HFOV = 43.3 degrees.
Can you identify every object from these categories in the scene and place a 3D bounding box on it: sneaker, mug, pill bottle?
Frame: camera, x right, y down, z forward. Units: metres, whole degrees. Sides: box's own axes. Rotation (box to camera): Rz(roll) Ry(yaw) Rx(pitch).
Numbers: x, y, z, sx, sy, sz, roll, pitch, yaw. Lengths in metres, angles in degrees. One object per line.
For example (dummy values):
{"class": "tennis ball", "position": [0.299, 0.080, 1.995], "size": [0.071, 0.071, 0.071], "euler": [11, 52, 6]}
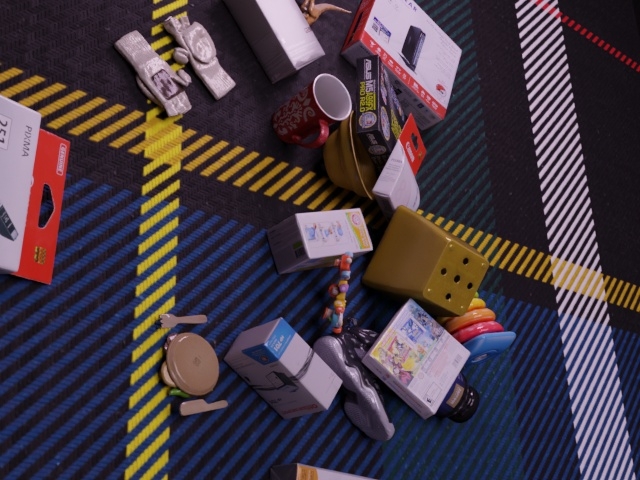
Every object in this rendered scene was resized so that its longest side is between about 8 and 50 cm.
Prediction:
{"class": "sneaker", "position": [0.106, 0.296, 1.767], "size": [0.153, 0.101, 0.269], "euler": [-37, 96, -42]}
{"class": "mug", "position": [-0.034, -0.282, 1.836], "size": [0.113, 0.169, 0.150], "euler": [45, 49, -20]}
{"class": "pill bottle", "position": [0.266, 0.339, 1.884], "size": [0.219, 0.122, 0.123], "euler": [35, 52, -26]}

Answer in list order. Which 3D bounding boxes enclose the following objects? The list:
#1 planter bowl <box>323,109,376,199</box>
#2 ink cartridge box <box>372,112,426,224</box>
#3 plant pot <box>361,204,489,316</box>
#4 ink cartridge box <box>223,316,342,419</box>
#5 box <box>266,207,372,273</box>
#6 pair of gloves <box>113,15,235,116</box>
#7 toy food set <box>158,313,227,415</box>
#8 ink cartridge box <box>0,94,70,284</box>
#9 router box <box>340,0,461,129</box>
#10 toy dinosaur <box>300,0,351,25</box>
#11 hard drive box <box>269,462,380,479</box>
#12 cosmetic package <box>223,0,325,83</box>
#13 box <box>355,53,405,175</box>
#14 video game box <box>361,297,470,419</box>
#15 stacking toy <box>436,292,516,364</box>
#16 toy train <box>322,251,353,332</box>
{"class": "planter bowl", "position": [0.063, -0.193, 1.919], "size": [0.217, 0.090, 0.217], "euler": [-12, 90, -74]}
{"class": "ink cartridge box", "position": [0.216, -0.164, 1.986], "size": [0.232, 0.066, 0.189], "euler": [-59, 151, -14]}
{"class": "plant pot", "position": [0.264, 0.066, 1.891], "size": [0.212, 0.187, 0.212], "euler": [27, 88, -32]}
{"class": "ink cartridge box", "position": [-0.073, 0.256, 1.594], "size": [0.191, 0.139, 0.082], "euler": [49, 46, -16]}
{"class": "box", "position": [0.000, 0.000, 1.786], "size": [0.203, 0.114, 0.103], "euler": [-7, 75, -43]}
{"class": "pair of gloves", "position": [-0.300, -0.379, 1.723], "size": [0.240, 0.042, 0.204], "euler": [-38, 99, -45]}
{"class": "toy food set", "position": [-0.249, 0.235, 1.523], "size": [0.132, 0.038, 0.192], "euler": [5, 64, -49]}
{"class": "ink cartridge box", "position": [-0.498, -0.080, 1.322], "size": [0.239, 0.060, 0.275], "euler": [25, 64, -57]}
{"class": "router box", "position": [0.232, -0.524, 2.242], "size": [0.335, 0.082, 0.301], "euler": [37, 51, -25]}
{"class": "toy dinosaur", "position": [-0.021, -0.586, 2.065], "size": [0.211, 0.064, 0.112], "euler": [-46, 123, -34]}
{"class": "hard drive box", "position": [0.011, 0.549, 1.586], "size": [0.232, 0.089, 0.181], "euler": [22, 60, -35]}
{"class": "cosmetic package", "position": [-0.110, -0.508, 1.909], "size": [0.127, 0.107, 0.238], "euler": [-39, 103, -41]}
{"class": "box", "position": [0.153, -0.294, 2.001], "size": [0.270, 0.060, 0.216], "euler": [51, 35, -58]}
{"class": "video game box", "position": [0.211, 0.255, 1.760], "size": [0.187, 0.048, 0.205], "euler": [44, 47, -1]}
{"class": "stacking toy", "position": [0.344, 0.160, 2.034], "size": [0.165, 0.175, 0.302], "euler": [2, 58, -43]}
{"class": "toy train", "position": [0.035, 0.112, 1.730], "size": [0.046, 0.125, 0.166], "euler": [9, 66, 4]}
